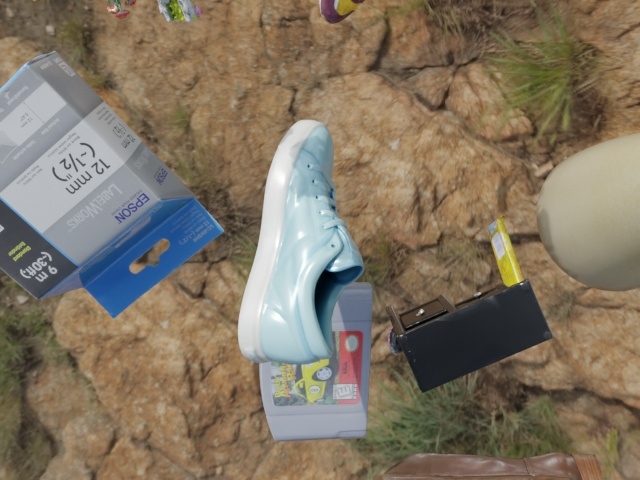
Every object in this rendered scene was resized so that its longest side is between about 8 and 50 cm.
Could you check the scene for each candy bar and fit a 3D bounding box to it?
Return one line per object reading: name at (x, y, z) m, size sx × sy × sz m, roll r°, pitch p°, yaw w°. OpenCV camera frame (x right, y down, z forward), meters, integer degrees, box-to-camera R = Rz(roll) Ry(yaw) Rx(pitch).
candy bar at (0.256, 0.037, 0.852) m, size 0.018 × 0.161 × 0.040 m, roll 2°, pitch 146°, yaw -17°

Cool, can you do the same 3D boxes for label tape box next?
label tape box at (-0.347, -0.047, 0.901) m, size 0.249 × 0.115 × 0.347 m, roll -36°, pitch 110°, yaw 14°

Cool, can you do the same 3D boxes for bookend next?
bookend at (0.169, 0.097, 0.762) m, size 0.157 × 0.156 × 0.072 m, roll -24°, pitch 95°, yaw 4°

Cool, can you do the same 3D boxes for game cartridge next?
game cartridge at (-0.010, 0.219, 1.127) m, size 0.196 × 0.060 × 0.294 m, roll 0°, pitch 102°, yaw -4°

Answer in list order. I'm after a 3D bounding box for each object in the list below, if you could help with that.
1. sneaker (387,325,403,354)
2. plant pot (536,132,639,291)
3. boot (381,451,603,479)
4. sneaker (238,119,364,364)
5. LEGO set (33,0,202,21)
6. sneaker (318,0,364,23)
sneaker at (0.163, 0.152, 1.084) m, size 0.057 × 0.119 × 0.047 m, roll -15°, pitch 108°, yaw 52°
plant pot at (0.501, -0.065, 0.969) m, size 0.257 × 0.274 × 0.256 m, roll 0°, pitch 79°, yaw 1°
boot at (0.086, 0.144, 0.318) m, size 0.114 × 0.106 × 0.037 m, roll -3°, pitch 105°, yaw 13°
sneaker at (0.000, 0.000, 0.899) m, size 0.150 × 0.135 × 0.365 m, roll 4°, pitch 75°, yaw 20°
LEGO set at (-0.178, -0.241, 0.593) m, size 0.132 × 0.287 × 0.107 m, roll -20°, pitch 119°, yaw -1°
sneaker at (0.072, -0.407, 0.963) m, size 0.185 × 0.070 × 0.084 m, roll -54°, pitch 45°, yaw 3°
